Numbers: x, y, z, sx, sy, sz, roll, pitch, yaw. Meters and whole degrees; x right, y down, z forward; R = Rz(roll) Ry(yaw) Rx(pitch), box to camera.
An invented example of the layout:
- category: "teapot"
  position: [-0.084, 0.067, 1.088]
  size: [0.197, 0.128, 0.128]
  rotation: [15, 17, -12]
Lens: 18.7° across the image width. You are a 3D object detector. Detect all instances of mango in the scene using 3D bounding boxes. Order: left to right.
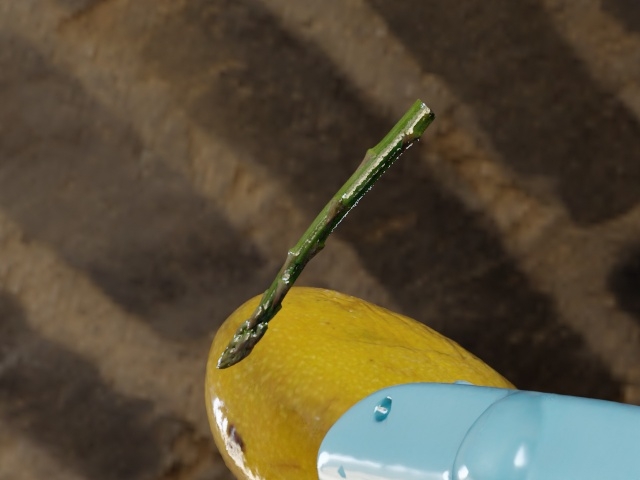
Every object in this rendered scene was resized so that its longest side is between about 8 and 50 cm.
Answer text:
- category: "mango"
  position: [0.039, 0.124, 1.162]
  size: [0.177, 0.295, 0.120]
  rotation: [-6, -60, -33]

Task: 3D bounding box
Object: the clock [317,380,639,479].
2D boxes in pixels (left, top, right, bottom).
- category: "clock"
  position: [0.031, 0.175, 0.552]
  size: [0.094, 0.274, 0.223]
  rotation: [36, -18, -23]

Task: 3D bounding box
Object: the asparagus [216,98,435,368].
- category: "asparagus"
  position: [0.000, 0.000, 0.919]
  size: [0.016, 0.163, 0.016]
  rotation: [28, 13, -44]
